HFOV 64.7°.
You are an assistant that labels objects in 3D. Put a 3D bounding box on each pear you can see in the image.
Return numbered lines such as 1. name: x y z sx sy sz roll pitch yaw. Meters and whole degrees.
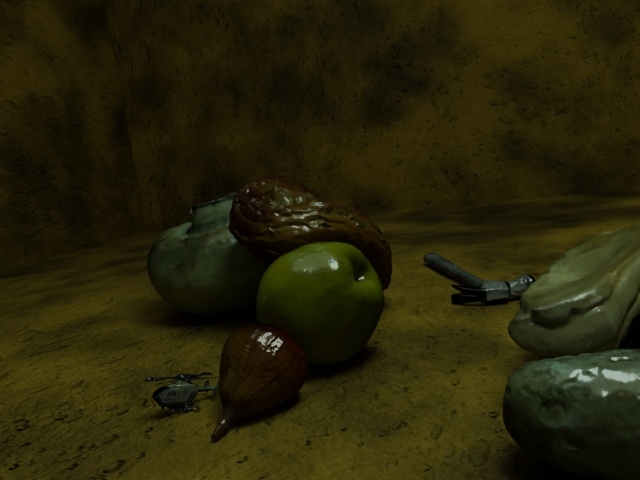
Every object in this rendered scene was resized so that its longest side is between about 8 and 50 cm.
1. pear: -0.002 0.098 0.770 0.198 0.198 0.198 -7 9 1

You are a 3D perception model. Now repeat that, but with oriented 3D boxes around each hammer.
1. hammer: 0.322 0.074 1.148 0.152 0.044 0.427 -8 7 -2

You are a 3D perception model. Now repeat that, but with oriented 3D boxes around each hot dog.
1. hot dog: 0.000 0.000 0.989 0.267 0.174 0.387 35 1 40

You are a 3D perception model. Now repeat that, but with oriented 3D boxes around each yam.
1. yam: 0.322 0.142 0.411 0.330 0.133 0.133 -5 9 23

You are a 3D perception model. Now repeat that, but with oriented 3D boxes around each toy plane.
1. toy plane: -0.181 0.204 0.688 0.120 0.049 0.031 8 -2 -38

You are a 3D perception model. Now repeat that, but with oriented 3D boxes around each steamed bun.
1. steamed bun: 0.429 0.082 0.657 0.247 0.189 0.428 -37 -11 34

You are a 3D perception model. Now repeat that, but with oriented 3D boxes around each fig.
1. fig: -0.076 0.184 0.651 0.119 0.153 0.119 2 -32 1

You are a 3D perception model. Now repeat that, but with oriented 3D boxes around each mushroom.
1. mushroom: -0.224 0.030 1.159 0.352 0.260 0.352 -11 10 2
